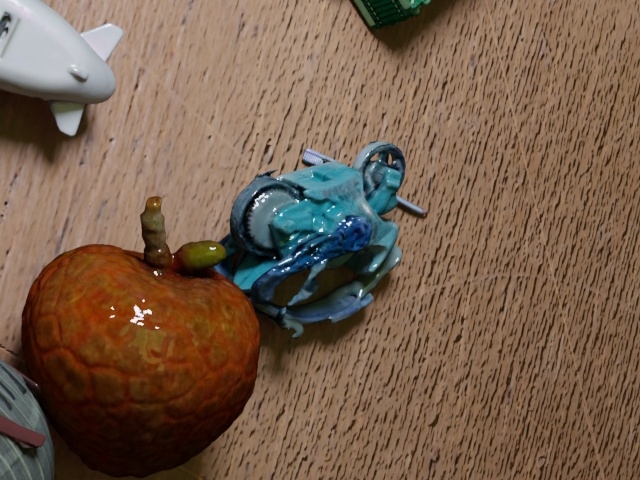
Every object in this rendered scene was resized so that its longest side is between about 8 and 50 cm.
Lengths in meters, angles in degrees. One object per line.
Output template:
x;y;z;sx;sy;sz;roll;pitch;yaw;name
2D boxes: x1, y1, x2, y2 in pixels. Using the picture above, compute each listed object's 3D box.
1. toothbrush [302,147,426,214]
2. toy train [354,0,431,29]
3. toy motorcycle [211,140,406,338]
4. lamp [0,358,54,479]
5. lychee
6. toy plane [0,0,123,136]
0.058;-0.071;1.678;0.193;0.013;0.019;25;79;-26;toothbrush
0.128;-0.391;1.695;0.269;0.115;0.154;-42;101;-28;toy train
0.000;0.000;1.571;0.260;0.154;0.206;-19;118;-35;toy motorcycle
-0.379;0.195;1.272;0.265;0.233;0.233;29;71;-10;lamp
-0.187;0.102;1.385;0.255;0.255;0.300;13;93;-29;lychee
-0.334;-0.215;1.396;0.266;0.122;0.267;-5;103;-23;toy plane
